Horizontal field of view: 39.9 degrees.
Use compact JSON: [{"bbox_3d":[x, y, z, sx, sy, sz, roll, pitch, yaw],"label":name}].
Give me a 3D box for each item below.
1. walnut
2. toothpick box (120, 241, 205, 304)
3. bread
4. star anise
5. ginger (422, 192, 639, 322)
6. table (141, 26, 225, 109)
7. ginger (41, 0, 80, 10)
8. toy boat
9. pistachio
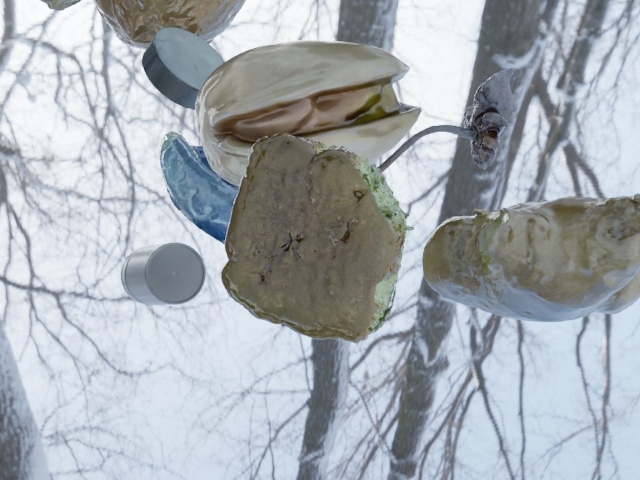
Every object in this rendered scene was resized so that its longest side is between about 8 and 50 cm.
[{"bbox_3d":[-0.269,-0.494,1.605,0.306,0.306,0.344,20,-115,11],"label":"walnut"},{"bbox_3d":[-0.280,0.060,1.556,0.111,0.180,0.111,2,-94,-25],"label":"toothpick box"},{"bbox_3d":[0.000,0.000,0.632,0.127,0.069,0.140,13,-88,14],"label":"bread"},{"bbox_3d":[0.155,-0.150,1.274,0.227,0.219,0.148,4,-164,-8],"label":"star anise"},{"bbox_3d":[0.243,0.021,0.872,0.218,0.270,0.123,15,-99,-25],"label":"ginger"},{"bbox_3d":[-0.204,-0.262,1.347,0.133,0.043,0.133,27,-142,-24],"label":"table"},{"bbox_3d":[-0.340,-0.453,1.326,0.109,0.116,0.263,10,-129,24],"label":"ginger"},{"bbox_3d":[-0.156,-0.117,1.575,0.215,0.123,0.330,-4,-139,-30],"label":"toy boat"},{"bbox_3d":[-0.025,-0.162,1.144,0.318,0.194,0.214,-6,-164,23],"label":"pistachio"}]
